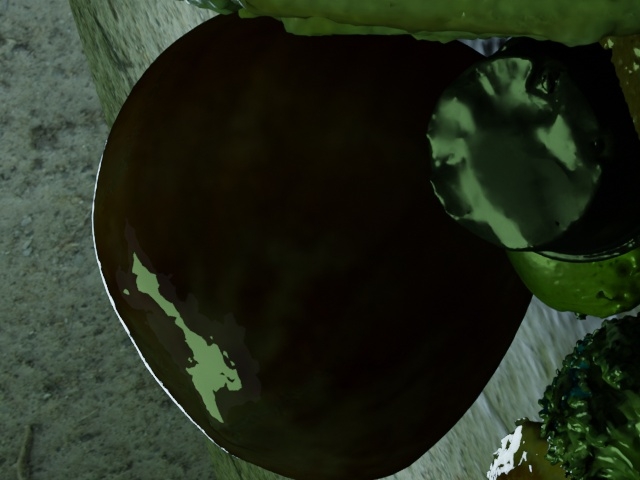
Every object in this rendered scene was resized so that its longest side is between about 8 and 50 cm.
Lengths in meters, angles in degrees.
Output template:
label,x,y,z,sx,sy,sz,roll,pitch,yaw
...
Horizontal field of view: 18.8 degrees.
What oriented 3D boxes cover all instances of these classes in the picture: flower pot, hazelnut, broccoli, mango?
label,x,y,z,sx,sy,sz,roll,pitch,yaw
flower pot,0.139,-0.057,1.186,0.107,0.157,0.157,-15,-101,-60
hazelnut,0.004,-0.007,1.453,0.366,0.366,0.366,59,165,27
broccoli,0.222,0.126,1.269,0.154,0.167,0.160,30,-142,-62
mango,0.173,-0.034,1.286,0.119,0.100,0.178,-5,105,35

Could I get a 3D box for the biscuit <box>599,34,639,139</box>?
label,x,y,z,sx,sy,sz,roll,pitch,yaw
biscuit,0.174,-0.164,1.082,0.131,0.026,0.237,-171,74,-76

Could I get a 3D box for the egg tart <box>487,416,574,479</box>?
label,x,y,z,sx,sy,sz,roll,pitch,yaw
egg tart,0.242,0.277,1.468,0.341,0.132,0.341,60,165,29

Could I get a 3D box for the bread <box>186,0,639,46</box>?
label,x,y,z,sx,sy,sz,roll,pitch,yaw
bread,0.016,-0.226,1.100,0.395,0.264,0.239,-149,58,-73
